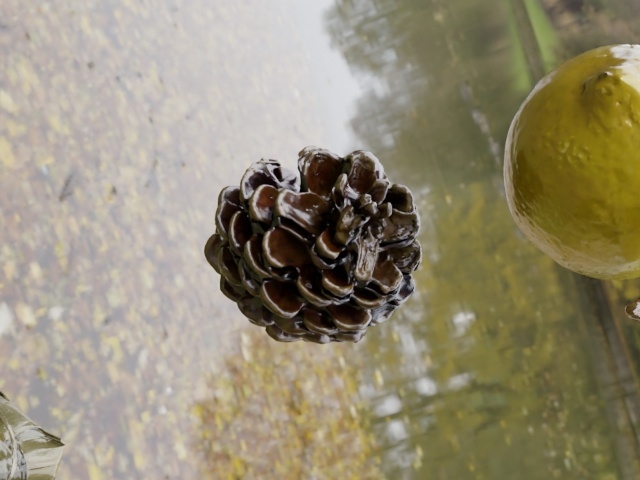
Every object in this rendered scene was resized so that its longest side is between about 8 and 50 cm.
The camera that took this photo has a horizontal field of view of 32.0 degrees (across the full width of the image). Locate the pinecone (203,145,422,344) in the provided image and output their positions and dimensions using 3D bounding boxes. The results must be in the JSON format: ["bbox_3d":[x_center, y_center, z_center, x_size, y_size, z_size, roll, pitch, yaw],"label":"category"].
[{"bbox_3d":[0.005,0.010,1.272,0.243,0.257,0.243,-5,98,-43],"label":"pinecone"}]

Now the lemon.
[{"bbox_3d":[0.301,-0.076,1.132,0.263,0.236,0.236,-10,81,-80],"label":"lemon"}]

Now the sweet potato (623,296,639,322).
[{"bbox_3d":[0.337,0.084,1.026,0.206,0.060,0.068,25,25,-40],"label":"sweet potato"}]

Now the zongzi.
[{"bbox_3d":[-0.410,0.239,1.296,0.176,0.160,0.078,-6,114,-49],"label":"zongzi"}]
